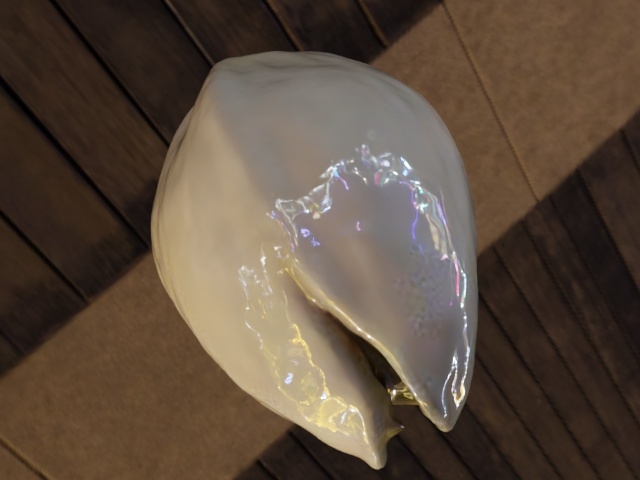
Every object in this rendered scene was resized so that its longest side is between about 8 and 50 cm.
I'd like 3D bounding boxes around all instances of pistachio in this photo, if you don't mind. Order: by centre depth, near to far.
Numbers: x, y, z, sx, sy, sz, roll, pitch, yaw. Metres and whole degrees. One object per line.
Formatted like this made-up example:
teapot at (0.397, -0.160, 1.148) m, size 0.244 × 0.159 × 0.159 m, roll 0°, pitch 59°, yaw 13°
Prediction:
pistachio at (0.000, 0.000, 0.656) m, size 0.207 × 0.332 × 0.226 m, roll -27°, pitch 124°, yaw 1°
